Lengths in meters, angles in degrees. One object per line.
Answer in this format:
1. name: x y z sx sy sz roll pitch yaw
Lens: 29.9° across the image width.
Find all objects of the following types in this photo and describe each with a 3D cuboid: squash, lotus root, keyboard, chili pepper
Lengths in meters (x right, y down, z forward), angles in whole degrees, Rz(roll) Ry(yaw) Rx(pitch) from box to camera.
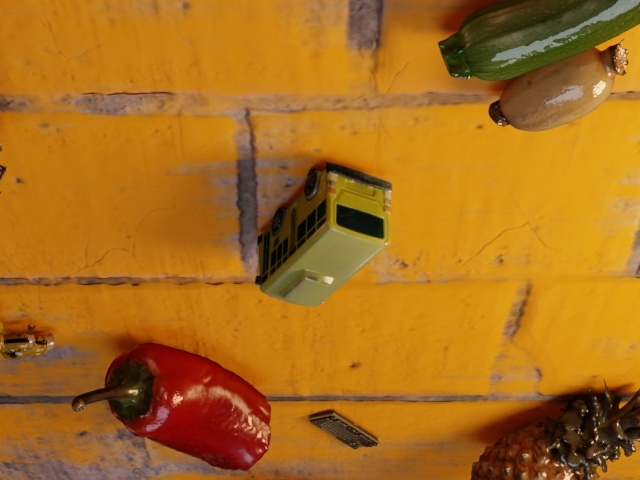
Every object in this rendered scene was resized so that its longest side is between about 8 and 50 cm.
1. squash: 0.206 -0.193 1.041 0.219 0.068 0.077 -19 158 25
2. lotus root: 0.227 -0.142 1.124 0.150 0.062 0.073 -26 139 35
3. keyboard: 0.036 0.289 1.812 0.049 0.015 0.129 -21 142 27
4. chili pepper: -0.211 0.199 1.570 0.135 0.131 0.338 4 161 42

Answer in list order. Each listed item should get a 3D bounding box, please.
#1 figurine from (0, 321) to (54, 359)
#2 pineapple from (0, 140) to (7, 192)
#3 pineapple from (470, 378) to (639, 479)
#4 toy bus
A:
1. figurine: -0.418 0.132 1.530 0.101 0.068 0.143 -16 161 34
2. pineapple: -0.404 -0.107 1.153 0.225 0.076 0.224 -1 143 -1
3. pineapple: 0.367 0.300 1.731 0.169 0.169 0.340 20 133 -28
4. toy bus: 0.000 0.000 1.301 0.088 0.101 0.175 16 144 -24
